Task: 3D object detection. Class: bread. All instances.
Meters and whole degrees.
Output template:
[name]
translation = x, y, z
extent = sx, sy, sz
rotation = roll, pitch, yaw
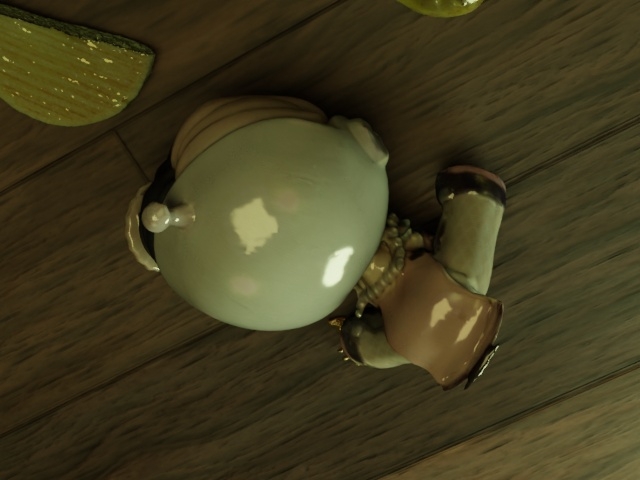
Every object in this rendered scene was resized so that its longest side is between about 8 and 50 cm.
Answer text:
[bread]
translation = -0.272, -0.174, 1.424
extent = 0.193, 0.036, 0.112
rotation = 15, 120, -2

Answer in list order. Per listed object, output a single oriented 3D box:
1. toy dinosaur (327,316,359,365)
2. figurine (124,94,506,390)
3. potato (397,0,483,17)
[toy dinosaur]
translation = 0.054, 0.122, 1.508
extent = 0.113, 0.026, 0.041
rotation = 30, 98, 4
[figurine]
translation = 0.005, -0.008, 1.359
extent = 0.361, 0.211, 0.253
rotation = 26, 100, -12
[potato]
translation = 0.097, -0.265, 1.310
extent = 0.138, 0.070, 0.091
rotation = 30, 116, -4
